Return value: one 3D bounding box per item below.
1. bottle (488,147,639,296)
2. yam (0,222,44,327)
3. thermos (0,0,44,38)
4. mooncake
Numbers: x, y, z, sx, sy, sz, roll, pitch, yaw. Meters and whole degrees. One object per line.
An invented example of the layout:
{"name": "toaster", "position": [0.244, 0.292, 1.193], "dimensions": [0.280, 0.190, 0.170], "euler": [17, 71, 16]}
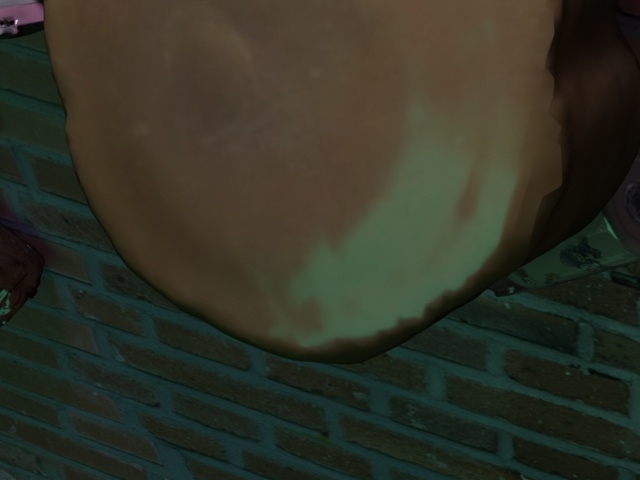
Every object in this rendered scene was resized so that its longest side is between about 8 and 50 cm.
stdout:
{"name": "bottle", "position": [0.223, -0.011, 1.620], "dimensions": [0.110, 0.110, 0.233], "euler": [45, 143, -20]}
{"name": "yam", "position": [-0.483, -0.010, 2.146], "dimensions": [0.279, 0.131, 0.131], "euler": [39, 146, -19]}
{"name": "thermos", "position": [-0.272, -0.302, 1.402], "dimensions": [0.176, 0.146, 0.265], "euler": [-3, 100, 48]}
{"name": "mooncake", "position": [0.024, -0.147, 1.329], "dimensions": [0.467, 0.262, 0.467], "euler": [8, 110, 24]}
